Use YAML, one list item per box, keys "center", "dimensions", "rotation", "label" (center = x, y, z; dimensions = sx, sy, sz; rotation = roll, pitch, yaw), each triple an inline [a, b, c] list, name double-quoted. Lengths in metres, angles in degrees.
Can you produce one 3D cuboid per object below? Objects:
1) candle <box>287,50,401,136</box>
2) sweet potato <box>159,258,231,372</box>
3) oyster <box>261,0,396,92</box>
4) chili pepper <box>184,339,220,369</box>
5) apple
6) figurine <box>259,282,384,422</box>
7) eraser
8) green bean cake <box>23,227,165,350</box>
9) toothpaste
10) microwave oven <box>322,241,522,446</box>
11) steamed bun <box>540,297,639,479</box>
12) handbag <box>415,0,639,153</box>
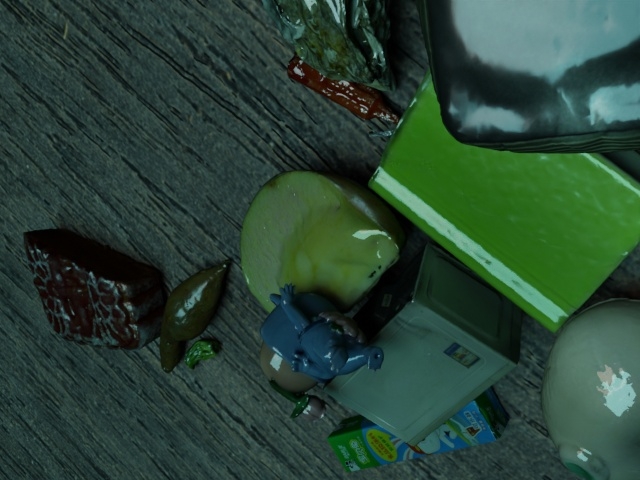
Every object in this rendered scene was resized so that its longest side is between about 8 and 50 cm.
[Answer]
- center: [0.029, -0.174, 0.940]
  dimensions: [0.162, 0.048, 0.053]
  rotation: [32, 155, 15]
  label: "candle"
- center: [-0.213, 0.125, 1.222]
  dimensions: [0.074, 0.074, 0.269]
  rotation: [41, 127, 10]
  label: "sweet potato"
- center: [0.005, -0.302, 0.828]
  dimensions: [0.351, 0.158, 0.162]
  rotation: [65, 169, -27]
  label: "oyster"
- center: [-0.195, 0.182, 1.267]
  dimensions: [0.034, 0.030, 0.091]
  rotation: [38, 134, -20]
  label: "chili pepper"
- center: [0.000, 0.000, 0.995]
  dimensions: [0.193, 0.120, 0.265]
  rotation: [50, 137, 11]
  label: "apple"
- center: [-0.012, 0.133, 0.892]
  dimensions: [0.178, 0.114, 0.145]
  rotation: [8, 77, 60]
  label: "figurine"
- center: [0.207, -0.059, 0.854]
  dimensions: [0.274, 0.092, 0.210]
  rotation: [38, 128, 11]
  label: "eraser"
- center: [-0.366, 0.079, 1.285]
  dimensions: [0.232, 0.097, 0.199]
  rotation: [7, 115, 31]
  label: "green bean cake"
- center: [0.128, 0.260, 1.080]
  dimensions: [0.266, 0.050, 0.065]
  rotation: [-26, 99, 39]
  label: "toothpaste"
- center: [0.123, 0.125, 0.957]
  dimensions: [0.163, 0.129, 0.205]
  rotation: [34, 128, -7]
  label: "microwave oven"
- center: [0.326, 0.176, 0.833]
  dimensions: [0.177, 0.131, 0.228]
  rotation: [3, 125, 3]
  label: "steamed bun"
- center: [0.222, -0.255, 0.656]
  dimensions: [0.247, 0.240, 0.341]
  rotation: [-1, 111, 31]
  label: "handbag"
